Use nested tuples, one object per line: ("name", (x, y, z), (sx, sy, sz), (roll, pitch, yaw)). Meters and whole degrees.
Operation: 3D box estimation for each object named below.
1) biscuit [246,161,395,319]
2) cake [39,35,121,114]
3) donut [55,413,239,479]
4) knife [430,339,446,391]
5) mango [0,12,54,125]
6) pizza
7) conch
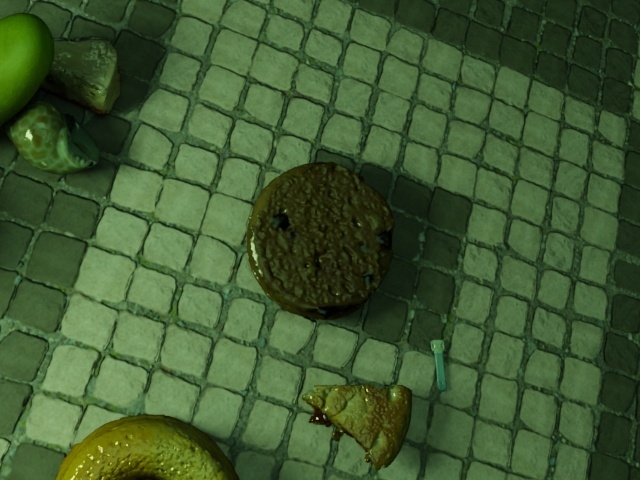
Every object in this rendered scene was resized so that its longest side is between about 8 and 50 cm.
("biscuit", (-0.001, 0.001, 1.415), (0.296, 0.075, 0.295), (5, 76, -20))
("cake", (-0.453, -0.319, 1.369), (0.221, 0.086, 0.116), (23, 64, -7))
("donut", (-0.259, 0.406, 1.190), (0.303, 0.110, 0.302), (5, 73, -15))
("knife", (0.220, 0.231, 1.448), (0.027, 0.010, 0.096), (0, 76, -18))
("mango", (-0.555, -0.255, 1.251), (0.293, 0.143, 0.175), (-29, 69, 4))
("pizza", (0.057, 0.301, 1.345), (0.194, 0.069, 0.154), (22, 68, -3))
("conch", (-0.457, -0.170, 1.314), (0.173, 0.106, 0.116), (33, 40, -25))
